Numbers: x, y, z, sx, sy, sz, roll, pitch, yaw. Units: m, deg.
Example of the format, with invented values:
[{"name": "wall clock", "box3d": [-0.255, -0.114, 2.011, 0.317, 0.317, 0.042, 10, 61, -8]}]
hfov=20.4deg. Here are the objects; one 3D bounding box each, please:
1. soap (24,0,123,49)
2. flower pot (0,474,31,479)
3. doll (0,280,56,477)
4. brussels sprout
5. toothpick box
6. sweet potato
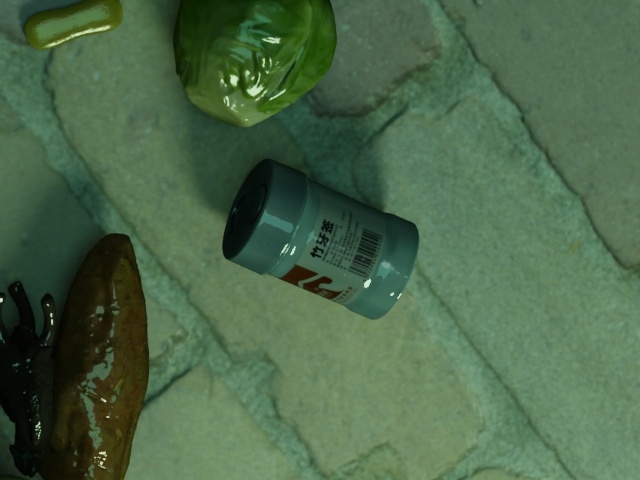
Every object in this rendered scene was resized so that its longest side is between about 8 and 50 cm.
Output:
[{"name": "soap", "box3d": [-0.217, -0.193, 1.571, 0.089, 0.012, 0.034, -19, 104, -12]}, {"name": "flower pot", "box3d": [-0.286, 0.349, 1.503, 0.244, 0.307, 0.307, -47, 110, -33]}, {"name": "doll", "box3d": [-0.259, 0.120, 1.538, 0.057, 0.139, 0.165, -5, 91, -22]}, {"name": "brussels sprout", "box3d": [-0.060, -0.179, 1.565, 0.155, 0.117, 0.155, -1, 93, -23]}, {"name": "toothpick box", "box3d": [0.000, 0.000, 1.620, 0.153, 0.101, 0.101, 24, 92, -18]}, {"name": "sweet potato", "box3d": [-0.203, 0.117, 1.590, 0.097, 0.097, 0.251, 5, 94, -17]}]
